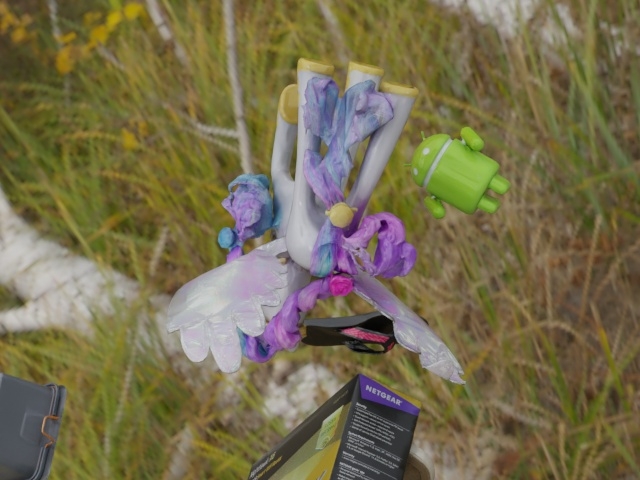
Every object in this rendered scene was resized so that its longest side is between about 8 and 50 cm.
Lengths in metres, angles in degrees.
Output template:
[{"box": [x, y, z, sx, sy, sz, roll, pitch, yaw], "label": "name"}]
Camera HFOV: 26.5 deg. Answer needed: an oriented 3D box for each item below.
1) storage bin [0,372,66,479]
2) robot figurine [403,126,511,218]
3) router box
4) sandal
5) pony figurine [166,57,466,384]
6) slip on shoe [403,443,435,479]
[{"box": [-0.374, 0.226, 1.648, 0.098, 0.091, 0.135, -17, 55, 41], "label": "storage bin"}, {"box": [0.150, -0.073, 1.488, 0.115, 0.067, 0.101, 31, 108, 9], "label": "robot figurine"}, {"box": [-0.018, 0.310, 1.443, 0.081, 0.309, 0.243, 26, 54, -12], "label": "router box"}, {"box": [0.051, 0.123, 1.706, 0.179, 0.067, 0.040, -6, 49, 21], "label": "sandal"}, {"box": [0.000, 0.000, 1.428, 0.303, 0.363, 0.351, 12, 11, -12], "label": "pony figurine"}, {"box": [0.082, 0.265, 1.444, 0.051, 0.135, 0.041, 37, 51, 10], "label": "slip on shoe"}]
